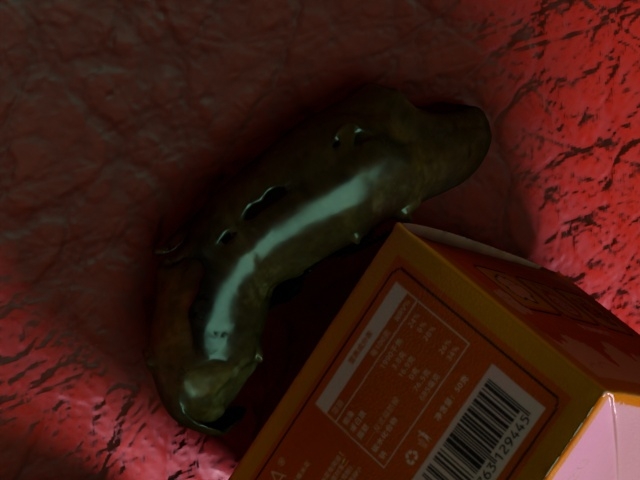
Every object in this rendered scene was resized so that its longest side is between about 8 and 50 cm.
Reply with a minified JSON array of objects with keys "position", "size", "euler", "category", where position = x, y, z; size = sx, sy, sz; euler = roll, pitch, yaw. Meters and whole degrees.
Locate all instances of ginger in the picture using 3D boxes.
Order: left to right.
[{"position":[-0.012,-0.007,1.279],"size":[0.309,0.107,0.133],"euler":[-45,109,-4],"category":"ginger"}]

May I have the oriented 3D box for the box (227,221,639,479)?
[{"position":[0.101,0.167,1.299],"size":[0.283,0.214,0.259],"euler":[-56,149,12],"category":"box"}]
